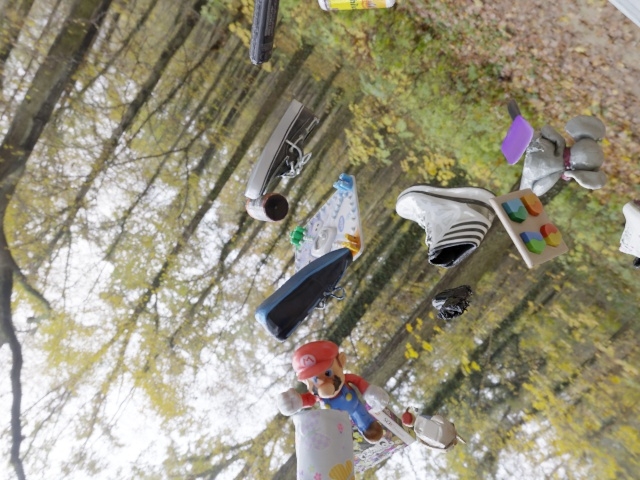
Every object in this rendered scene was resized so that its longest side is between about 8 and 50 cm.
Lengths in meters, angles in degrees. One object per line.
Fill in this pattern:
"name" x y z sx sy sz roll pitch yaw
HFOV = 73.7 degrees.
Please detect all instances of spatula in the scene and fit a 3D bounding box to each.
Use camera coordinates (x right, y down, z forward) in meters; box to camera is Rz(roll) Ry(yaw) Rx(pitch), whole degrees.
"spatula" 0.420 -0.253 0.924 0.030 0.084 0.296 22 -142 8

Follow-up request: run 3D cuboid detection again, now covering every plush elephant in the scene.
"plush elephant" 0.862 -0.286 1.504 0.255 0.271 0.330 11 177 24

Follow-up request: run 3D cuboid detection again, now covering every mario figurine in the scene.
"mario figurine" 0.032 0.378 0.997 0.170 0.198 0.320 -3 121 49

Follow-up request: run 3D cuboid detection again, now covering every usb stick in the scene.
"usb stick" -0.138 -0.590 1.090 0.045 0.278 0.077 37 -131 17

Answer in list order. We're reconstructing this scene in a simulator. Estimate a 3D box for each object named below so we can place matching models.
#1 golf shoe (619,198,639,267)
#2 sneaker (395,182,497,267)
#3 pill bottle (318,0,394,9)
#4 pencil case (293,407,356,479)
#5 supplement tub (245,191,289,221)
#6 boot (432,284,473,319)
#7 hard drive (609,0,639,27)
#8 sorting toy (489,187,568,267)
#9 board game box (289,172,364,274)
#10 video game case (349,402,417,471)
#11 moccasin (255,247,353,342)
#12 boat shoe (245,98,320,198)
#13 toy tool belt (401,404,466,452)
"golf shoe" 0.634 -0.005 0.843 0.186 0.086 0.067 40 -151 -26
"sneaker" 0.380 -0.052 1.486 0.169 0.257 0.447 37 166 -26
"pill bottle" 0.104 -0.595 0.974 0.215 0.117 0.117 3 -171 12
"pencil case" 0.007 0.462 0.813 0.113 0.124 0.273 25 -133 -40
"supplement tub" -0.204 -0.126 1.564 0.106 0.106 0.198 28 172 -33
"boot" 0.303 0.154 1.014 0.045 0.121 0.099 55 -139 -3
"hard drive" 0.365 -0.389 0.571 0.308 0.040 0.203 4 -121 -34
"sorting toy" 0.531 -0.041 1.072 0.208 0.038 0.193 -13 -109 -37
"board game box" 0.000 0.000 1.533 0.050 0.390 0.390 25 -141 -25
"video game case" 0.154 0.628 1.372 0.210 0.232 0.042 46 -162 -19
"moccasin" -0.029 0.142 1.165 0.138 0.342 0.116 -13 110 58
"boat shoe" -0.083 -0.210 1.041 0.105 0.113 0.306 30 -126 -12
"toy tool belt" 0.163 0.273 0.617 0.051 0.052 0.083 30 162 -31
